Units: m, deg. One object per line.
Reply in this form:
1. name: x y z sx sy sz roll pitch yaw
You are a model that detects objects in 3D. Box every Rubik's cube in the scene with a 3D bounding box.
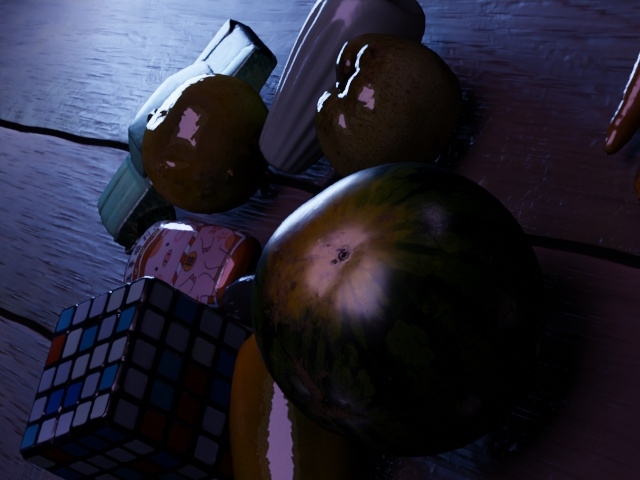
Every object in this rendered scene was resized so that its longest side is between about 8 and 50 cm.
1. Rubik's cube: -0.189 0.173 1.898 0.184 0.182 0.187 -21 46 46

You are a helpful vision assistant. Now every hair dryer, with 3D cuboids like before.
1. hair dryer: 0.000 0.000 1.912 0.195 0.075 0.219 -8 48 41

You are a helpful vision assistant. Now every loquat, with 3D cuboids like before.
1. loquat: -0.140 -0.119 2.115 0.204 0.149 0.172 23 93 43

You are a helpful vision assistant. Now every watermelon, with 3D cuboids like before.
1. watermelon: 0.071 0.061 1.550 0.269 0.269 0.269 -36 36 33

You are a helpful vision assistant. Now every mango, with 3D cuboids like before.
1. mango: -0.021 0.205 1.673 0.146 0.129 0.289 -20 50 29

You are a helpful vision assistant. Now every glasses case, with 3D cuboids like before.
1. glasses case: -0.157 0.031 2.094 0.267 0.067 0.103 5 65 57

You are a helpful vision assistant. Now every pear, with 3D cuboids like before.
1. pear: 0.069 -0.134 1.841 0.167 0.136 0.167 -42 29 31

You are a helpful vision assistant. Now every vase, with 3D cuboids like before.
1. vase: 0.016 -0.185 1.994 0.248 0.128 0.128 -55 29 24

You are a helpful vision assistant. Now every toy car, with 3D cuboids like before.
1. toy car: -0.183 -0.139 2.258 0.320 0.097 0.141 -52 30 9

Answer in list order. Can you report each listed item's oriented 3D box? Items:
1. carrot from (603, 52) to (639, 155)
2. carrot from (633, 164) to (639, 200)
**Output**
1. carrot: 0.342 -0.226 1.603 0.069 0.069 0.336 18 81 59
2. carrot: 0.332 -0.126 1.532 0.209 0.061 0.061 -61 30 3
